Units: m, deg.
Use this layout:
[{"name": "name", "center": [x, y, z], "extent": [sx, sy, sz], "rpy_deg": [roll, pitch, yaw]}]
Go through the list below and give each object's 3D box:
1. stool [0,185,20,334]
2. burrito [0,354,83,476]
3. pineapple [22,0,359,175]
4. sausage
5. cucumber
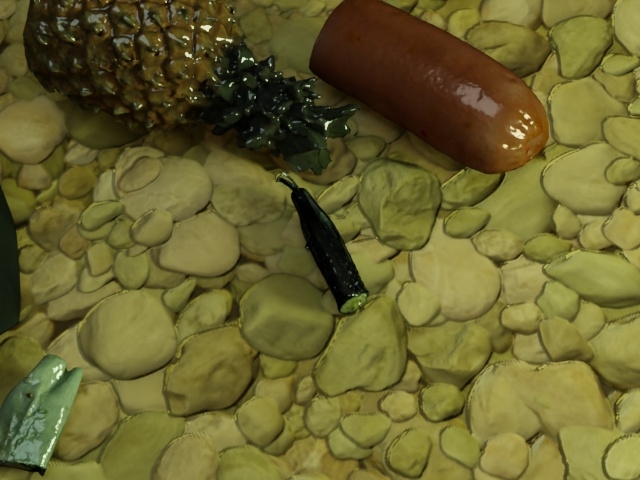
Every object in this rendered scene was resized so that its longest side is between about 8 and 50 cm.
[{"name": "stool", "center": [-0.383, 0.001, 1.038], "extent": [0.141, 0.232, 0.232], "rpy_deg": [-11, 61, 2]}, {"name": "burrito", "center": [-0.274, 0.164, 1.035], "extent": [0.074, 0.044, 0.118], "rpy_deg": [11, 67, 17]}, {"name": "pineapple", "center": [-0.133, -0.188, 1.138], "extent": [0.362, 0.202, 0.202], "rpy_deg": [27, 67, 5]}, {"name": "sausage", "center": [0.117, -0.160, 1.129], "extent": [0.259, 0.113, 0.113], "rpy_deg": [33, 70, 22]}, {"name": "cucumber", "center": [0.000, 0.000, 1.097], "extent": [0.039, 0.043, 0.163], "rpy_deg": [-46, 54, 29]}]
